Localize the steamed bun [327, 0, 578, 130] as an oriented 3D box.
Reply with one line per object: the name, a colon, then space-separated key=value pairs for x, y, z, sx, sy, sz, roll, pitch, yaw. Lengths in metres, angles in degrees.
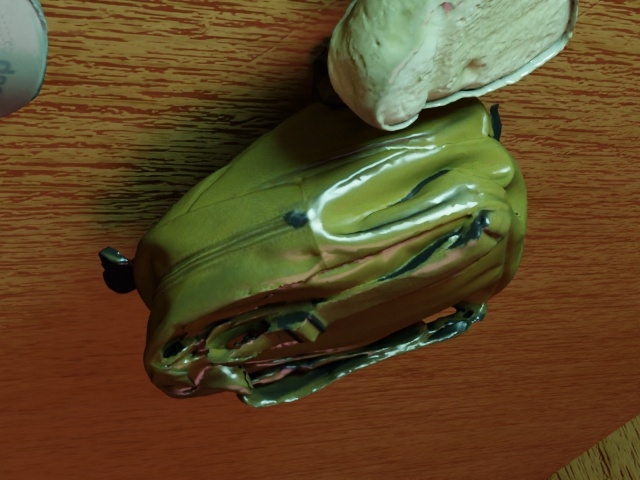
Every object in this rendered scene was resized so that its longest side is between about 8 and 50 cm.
steamed bun: x=0.092 y=-0.185 z=1.201 sx=0.212 sy=0.110 sz=0.231 roll=-35 pitch=155 yaw=-12

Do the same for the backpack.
backpack: x=0.002 y=0.004 z=1.409 sx=0.378 sy=0.201 sz=0.353 roll=-19 pitch=157 yaw=-11

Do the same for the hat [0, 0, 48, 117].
hat: x=-0.306 y=-0.092 z=1.026 sx=0.244 sy=0.149 sz=0.214 roll=12 pitch=146 yaw=-13
